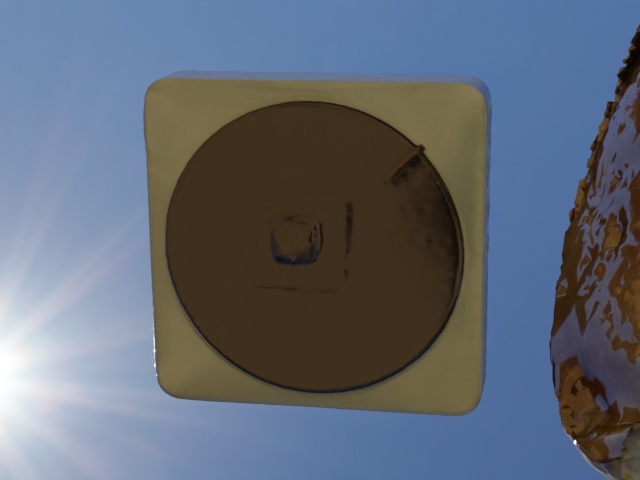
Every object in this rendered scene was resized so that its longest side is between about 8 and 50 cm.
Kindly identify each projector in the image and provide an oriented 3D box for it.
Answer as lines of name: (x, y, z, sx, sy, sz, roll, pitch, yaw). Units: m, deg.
projector: (0.000, 0.000, 0.984, 0.259, 0.257, 0.079, 3, -164, 11)

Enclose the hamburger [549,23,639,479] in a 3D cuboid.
hamburger: (0.245, -0.025, 0.557, 0.195, 0.318, 0.276, 25, -143, -16)
